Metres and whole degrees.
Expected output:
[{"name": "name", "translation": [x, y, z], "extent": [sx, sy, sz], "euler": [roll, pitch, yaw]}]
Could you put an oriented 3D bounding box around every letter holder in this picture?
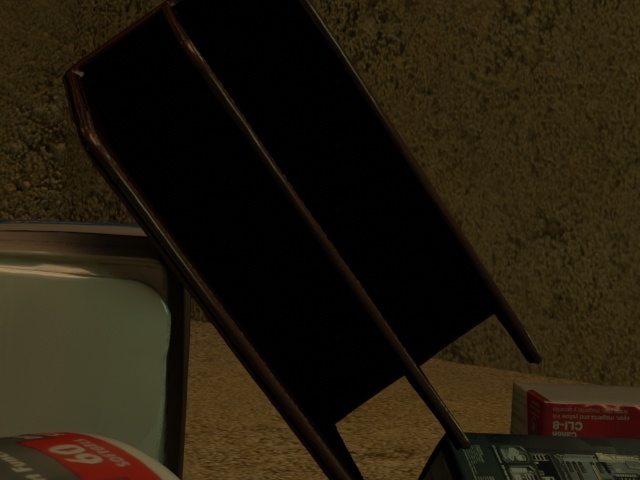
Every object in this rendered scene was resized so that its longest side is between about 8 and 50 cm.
[{"name": "letter holder", "translation": [0.000, 0.000, 0.828], "extent": [0.152, 0.302, 0.214], "euler": [-34, 20, 1]}]

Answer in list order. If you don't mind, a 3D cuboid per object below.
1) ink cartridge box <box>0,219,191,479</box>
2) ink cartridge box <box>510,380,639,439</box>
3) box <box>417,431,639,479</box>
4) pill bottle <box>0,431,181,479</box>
[{"name": "ink cartridge box", "translation": [-0.175, 0.135, 0.916], "extent": [0.166, 0.285, 0.395], "euler": [3, 2, -3]}, {"name": "ink cartridge box", "translation": [0.232, 0.218, 1.209], "extent": [0.127, 0.176, 0.128], "euler": [3, 2, -5]}, {"name": "box", "translation": [0.178, 0.221, 0.852], "extent": [0.183, 0.059, 0.232], "euler": [5, 41, -24]}, {"name": "pill bottle", "translation": [-0.206, 0.186, 0.508], "extent": [0.210, 0.210, 0.363], "euler": [7, 3, 37]}]
